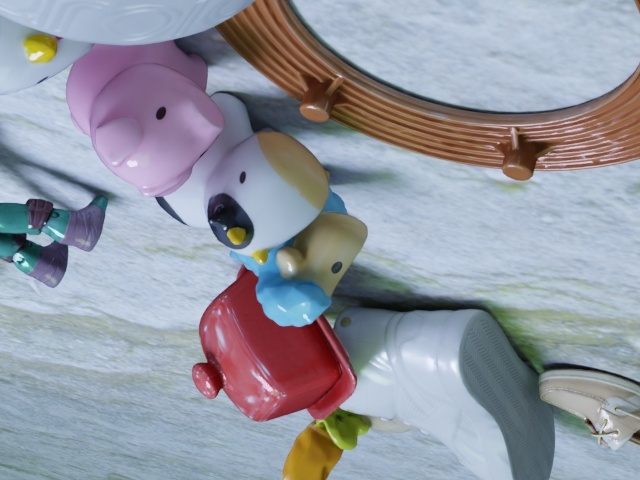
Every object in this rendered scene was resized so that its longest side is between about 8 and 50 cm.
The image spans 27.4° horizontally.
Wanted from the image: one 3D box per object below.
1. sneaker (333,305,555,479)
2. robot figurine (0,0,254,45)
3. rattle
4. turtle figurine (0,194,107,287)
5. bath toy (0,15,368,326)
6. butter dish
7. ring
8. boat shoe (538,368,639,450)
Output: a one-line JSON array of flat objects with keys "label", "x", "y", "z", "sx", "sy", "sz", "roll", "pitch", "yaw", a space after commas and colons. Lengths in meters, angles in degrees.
[{"label": "sneaker", "x": 0.115, "y": 0.153, "z": 1.258, "sx": 0.169, "sy": 0.108, "sz": 0.292, "roll": 4, "pitch": 143, "yaw": 33}, {"label": "robot figurine", "x": -0.056, "y": -0.200, "z": 0.461, "sx": 0.300, "sy": 0.199, "sz": 0.353, "roll": 15, "pitch": 159, "yaw": -18}, {"label": "rattle", "x": 0.056, "y": 0.203, "z": 1.364, "sx": 0.200, "sy": 0.143, "sz": 0.130, "roll": 7, "pitch": 137, "yaw": 37}, {"label": "turtle figurine", "x": -0.314, "y": -0.035, "z": 1.132, "sx": 0.234, "sy": 0.118, "sz": 0.175, "roll": 24, "pitch": 157, "yaw": -28}, {"label": "bath toy", "x": -0.110, "y": -0.071, "z": 0.878, "sx": 0.151, "sy": 0.129, "sz": 0.348, "roll": -3, "pitch": 148, "yaw": 41}, {"label": "butter dish", "x": -0.060, "y": 0.101, "z": 1.168, "sx": 0.160, "sy": 0.118, "sz": 0.160, "roll": 58, "pitch": 158, "yaw": 10}, {"label": "ring", "x": 0.075, "y": -0.122, "z": 0.755, "sx": 0.336, "sy": 0.032, "sz": 0.336, "roll": 15, "pitch": 157, "yaw": 6}, {"label": "boat shoe", "x": 0.280, "y": 0.166, "z": 1.210, "sx": 0.170, "sy": 0.059, "sz": 0.063, "roll": 17, "pitch": 157, "yaw": 2}]
